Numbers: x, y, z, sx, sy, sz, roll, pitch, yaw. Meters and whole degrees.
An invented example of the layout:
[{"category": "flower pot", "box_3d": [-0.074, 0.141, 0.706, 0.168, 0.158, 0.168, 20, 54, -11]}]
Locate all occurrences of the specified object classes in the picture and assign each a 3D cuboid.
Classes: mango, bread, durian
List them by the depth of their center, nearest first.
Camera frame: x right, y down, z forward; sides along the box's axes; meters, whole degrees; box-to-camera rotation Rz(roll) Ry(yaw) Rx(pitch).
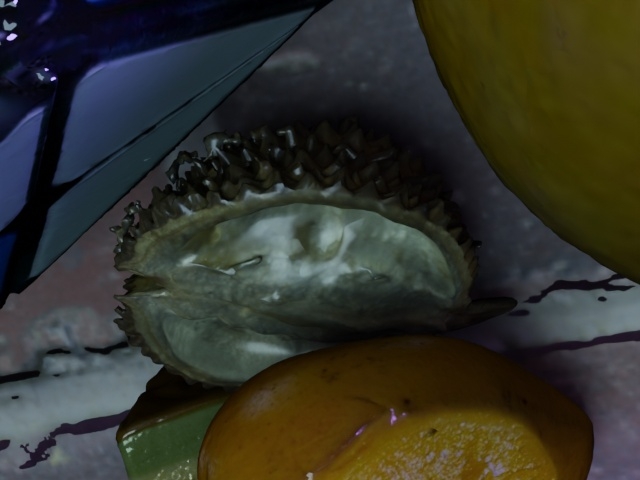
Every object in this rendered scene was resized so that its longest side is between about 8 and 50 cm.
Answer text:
[{"category": "mango", "box_3d": [0.037, 0.094, 0.863, 0.102, 0.217, 0.141, 50, 123, 36]}, {"category": "durian", "box_3d": [0.000, 0.000, 0.880, 0.189, 0.091, 0.148, 15, 133, -13]}, {"category": "bread", "box_3d": [-0.012, 0.093, 0.928, 0.139, 0.084, 0.074, -7, 111, 18]}]

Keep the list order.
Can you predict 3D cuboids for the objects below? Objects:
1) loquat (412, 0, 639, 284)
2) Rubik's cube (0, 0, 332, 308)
[{"category": "loquat", "box_3d": [0.180, -0.142, 0.656, 0.328, 0.328, 0.359, -7, 68, 19]}, {"category": "Rubik's cube", "box_3d": [-0.180, -0.105, 0.766, 0.246, 0.250, 0.248, -40, 84, 27]}]
